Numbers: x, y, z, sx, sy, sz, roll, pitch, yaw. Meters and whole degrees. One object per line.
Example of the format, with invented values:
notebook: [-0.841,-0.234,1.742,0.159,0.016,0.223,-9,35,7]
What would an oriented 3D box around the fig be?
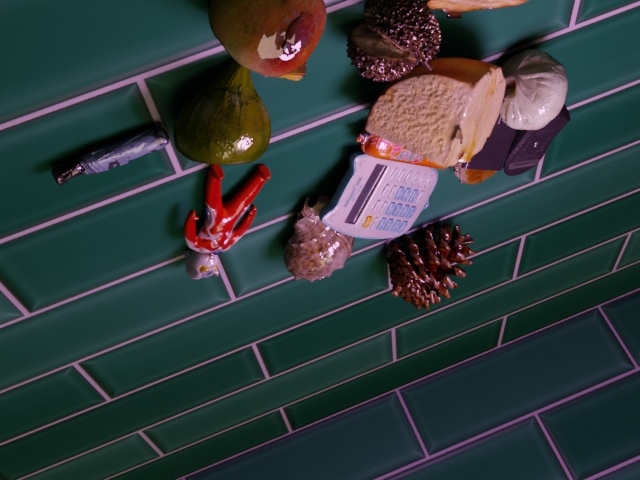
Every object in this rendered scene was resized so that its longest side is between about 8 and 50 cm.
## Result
fig: [-0.197,-0.271,1.693,0.203,0.203,0.235,-2,104,-34]

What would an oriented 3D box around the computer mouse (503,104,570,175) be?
computer mouse: [0.567,-0.287,2.250,0.147,0.088,0.264,-11,150,-33]

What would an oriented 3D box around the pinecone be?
pinecone: [0.329,0.071,2.526,0.309,0.244,0.244,-32,151,-10]

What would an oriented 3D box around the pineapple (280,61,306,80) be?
pineapple: [-0.073,-0.355,1.690,0.114,0.077,0.114,-12,152,-16]

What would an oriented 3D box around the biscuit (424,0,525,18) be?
biscuit: [0.336,-0.506,1.710,0.260,0.041,0.203,-8,178,-40]

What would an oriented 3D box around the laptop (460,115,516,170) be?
laptop: [0.453,-0.279,2.165,0.154,0.026,0.207,0,117,-35]

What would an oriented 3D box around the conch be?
conch: [0.005,0.014,2.255,0.210,0.159,0.291,-15,147,-14]

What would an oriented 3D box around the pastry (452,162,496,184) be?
pastry: [0.427,-0.220,2.266,0.153,0.081,0.153,-14,147,-9]

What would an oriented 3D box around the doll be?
doll: [-0.255,-0.036,2.059,0.188,0.099,0.384,-5,142,-31]

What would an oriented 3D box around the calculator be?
calculator: [0.166,-0.119,2.201,0.386,0.054,0.256,9,117,-45]

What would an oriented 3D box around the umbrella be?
umbrella: [-0.436,-0.180,1.730,0.250,0.053,0.052,-21,142,-5]

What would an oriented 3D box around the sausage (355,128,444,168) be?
sausage: [0.205,-0.237,2.060,0.312,0.093,0.093,4,140,-42]

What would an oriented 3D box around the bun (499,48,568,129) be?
bun: [0.488,-0.362,1.977,0.118,0.195,0.195,11,136,-30]

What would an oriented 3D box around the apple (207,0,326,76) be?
apple: [-0.094,-0.405,1.490,0.188,0.207,0.174,-45,-175,17]

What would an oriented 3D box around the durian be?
durian: [0.154,-0.401,1.681,0.196,0.167,0.196,11,144,8]

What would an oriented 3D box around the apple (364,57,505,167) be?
apple: [0.280,-0.285,1.891,0.314,0.252,0.309,-21,-174,29]
